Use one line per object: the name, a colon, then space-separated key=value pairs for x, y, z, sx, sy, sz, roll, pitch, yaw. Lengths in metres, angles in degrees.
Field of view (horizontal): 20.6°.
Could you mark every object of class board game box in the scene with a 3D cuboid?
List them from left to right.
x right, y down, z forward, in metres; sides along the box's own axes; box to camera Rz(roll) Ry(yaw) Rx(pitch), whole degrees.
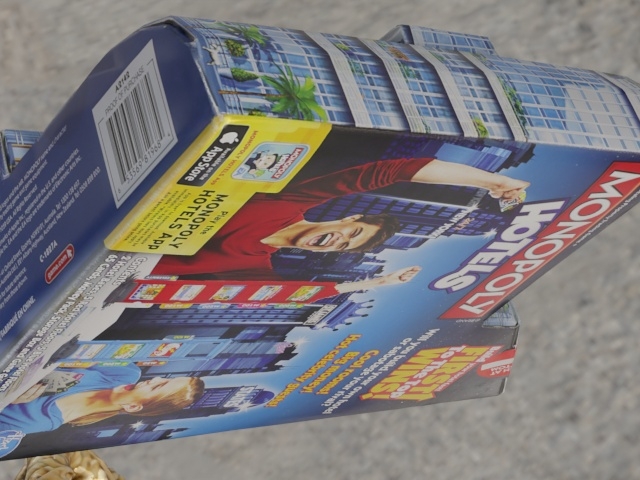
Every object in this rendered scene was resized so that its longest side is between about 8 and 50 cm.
board game box: x=0.000 y=0.000 z=0.504 sx=0.194 sy=0.194 sz=0.060 roll=-42 pitch=56 yaw=45

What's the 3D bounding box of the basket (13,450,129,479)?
basket: x=-0.032 y=0.243 z=0.702 sx=0.299 sy=0.223 sz=0.213 roll=45 pitch=155 yaw=-22
